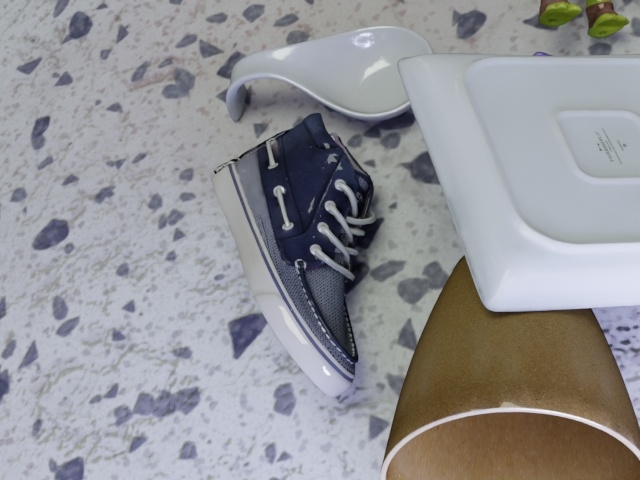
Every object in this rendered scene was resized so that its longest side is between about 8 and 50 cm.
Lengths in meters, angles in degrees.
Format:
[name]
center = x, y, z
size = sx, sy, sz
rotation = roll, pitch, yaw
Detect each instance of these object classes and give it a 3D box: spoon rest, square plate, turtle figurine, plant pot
[spoon rest]
center = 0.005, -0.199, 1.476
size = 0.276, 0.084, 0.137
rotation = -4, 60, 22
[square plate]
center = 0.279, -0.082, 1.195
size = 0.344, 0.049, 0.347
rotation = -2, 49, -14
[turtle figurine]
center = 0.288, -0.353, 1.389
size = 0.087, 0.270, 0.217
rotation = -12, 71, 49
[plant pot]
center = 0.181, 0.127, 1.141
size = 0.237, 0.237, 0.254
rotation = -10, 45, 17

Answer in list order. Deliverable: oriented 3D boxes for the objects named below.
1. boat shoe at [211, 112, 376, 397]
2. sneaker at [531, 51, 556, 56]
[boat shoe]
center = 0.000, 0.000, 1.330
size = 0.158, 0.127, 0.340
rotation = -34, 53, 10
[sneaker]
center = 0.274, -0.144, 1.329
size = 0.068, 0.071, 0.170
rotation = -49, 46, 25
